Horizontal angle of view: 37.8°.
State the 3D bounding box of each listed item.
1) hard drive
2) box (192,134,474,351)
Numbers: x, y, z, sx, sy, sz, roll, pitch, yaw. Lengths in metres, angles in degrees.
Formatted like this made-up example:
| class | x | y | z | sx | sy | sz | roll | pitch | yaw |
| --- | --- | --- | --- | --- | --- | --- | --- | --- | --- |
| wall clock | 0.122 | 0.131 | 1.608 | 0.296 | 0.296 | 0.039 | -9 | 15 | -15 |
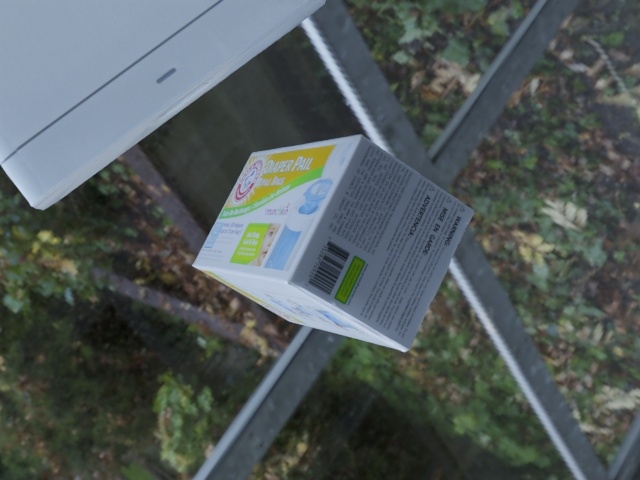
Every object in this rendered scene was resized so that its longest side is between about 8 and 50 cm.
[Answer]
| class | x | y | z | sx | sy | sz | roll | pitch | yaw |
| --- | --- | --- | --- | --- | --- | --- | --- | --- | --- |
| hard drive | -0.193 | -0.230 | 0.593 | 0.353 | 0.233 | 0.047 | 53 | 176 | -2 |
| box | 0.000 | 0.000 | 0.699 | 0.103 | 0.114 | 0.203 | 31 | 168 | -23 |
